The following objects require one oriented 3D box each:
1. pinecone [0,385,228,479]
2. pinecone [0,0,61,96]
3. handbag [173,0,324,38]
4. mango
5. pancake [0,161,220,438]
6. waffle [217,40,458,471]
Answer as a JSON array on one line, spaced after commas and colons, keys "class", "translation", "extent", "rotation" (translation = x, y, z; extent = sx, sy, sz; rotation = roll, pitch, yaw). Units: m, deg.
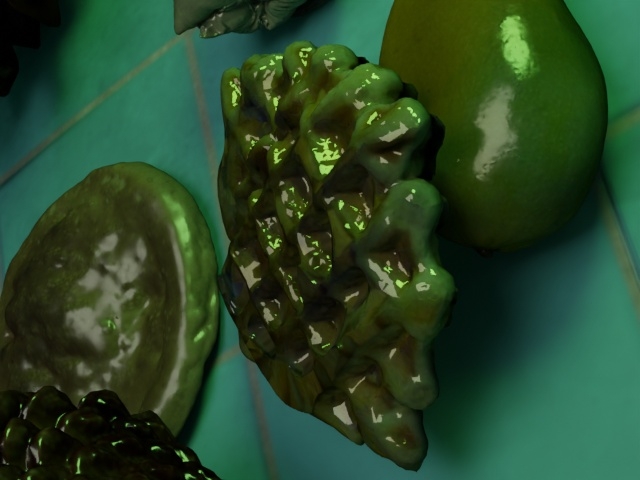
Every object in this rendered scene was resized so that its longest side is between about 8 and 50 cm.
[{"class": "pinecone", "translation": [-0.159, 0.220, 0.638], "extent": [0.292, 0.246, 0.246], "rotation": [-46, 50, 36]}, {"class": "pinecone", "translation": [-0.381, -0.244, 0.878], "extent": [0.397, 0.397, 0.398], "rotation": [-15, 67, 39]}, {"class": "handbag", "translation": [-0.039, -0.214, 0.765], "extent": [0.117, 0.095, 0.173], "rotation": [-23, 54, 42]}, {"class": "mango", "translation": [0.085, -0.080, 0.615], "extent": [0.122, 0.085, 0.191], "rotation": [-44, 43, 40]}, {"class": "pancake", "translation": [-0.160, 0.062, 0.811], "extent": [0.241, 0.050, 0.242], "rotation": [-14, 69, 40]}, {"class": "waffle", "translation": [-0.002, 0.000, 0.619], "extent": [0.223, 0.054, 0.204], "rotation": [26, 117, 56]}]
